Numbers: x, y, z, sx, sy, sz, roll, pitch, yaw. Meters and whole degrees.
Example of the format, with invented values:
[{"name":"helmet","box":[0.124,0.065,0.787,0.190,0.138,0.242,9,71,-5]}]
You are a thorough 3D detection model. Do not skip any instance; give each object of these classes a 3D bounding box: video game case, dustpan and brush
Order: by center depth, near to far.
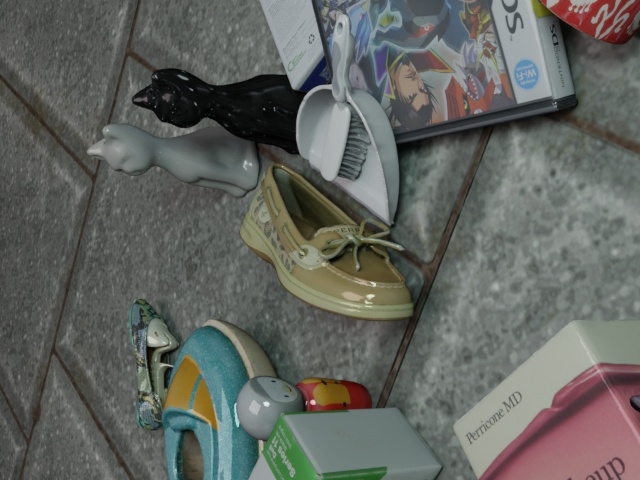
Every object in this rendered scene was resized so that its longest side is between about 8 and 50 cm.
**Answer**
[{"name":"video game case","box":[0.093,-0.221,0.837,0.275,0.035,0.248,-6,101,52]},{"name":"dustpan and brush","box":[0.025,-0.125,0.885,0.147,0.060,0.211,39,134,35]}]

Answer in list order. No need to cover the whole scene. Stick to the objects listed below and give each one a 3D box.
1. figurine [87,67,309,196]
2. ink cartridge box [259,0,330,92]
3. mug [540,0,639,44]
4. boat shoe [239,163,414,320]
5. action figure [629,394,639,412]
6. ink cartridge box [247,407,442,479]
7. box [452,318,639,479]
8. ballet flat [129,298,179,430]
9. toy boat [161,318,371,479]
[{"name":"figurine","box":[-0.146,-0.130,1.056,0.215,0.209,0.092,-32,62,47]},{"name":"ink cartridge box","box":[0.007,-0.320,1.011,0.223,0.045,0.224,-47,53,40]},{"name":"mug","box":[0.229,-0.252,0.667,0.150,0.113,0.169,51,131,28]},{"name":"boat shoe","box":[0.000,0.000,0.940,0.285,0.104,0.089,33,115,49]},{"name":"action figure","box":[0.309,0.026,0.490,0.285,0.099,0.185,-46,44,3]},{"name":"ink cartridge box","box":[0.000,0.269,0.875,0.087,0.153,0.208,50,123,43]},{"name":"box","box":[0.221,0.188,0.618,0.148,0.127,0.232,-53,49,36]},{"name":"ballet flat","box":[-0.226,0.170,1.262,0.070,0.070,0.188,-25,69,48]},{"name":"toy boat","box":[-0.092,0.204,1.003,0.318,0.148,0.267,-28,65,48]}]
